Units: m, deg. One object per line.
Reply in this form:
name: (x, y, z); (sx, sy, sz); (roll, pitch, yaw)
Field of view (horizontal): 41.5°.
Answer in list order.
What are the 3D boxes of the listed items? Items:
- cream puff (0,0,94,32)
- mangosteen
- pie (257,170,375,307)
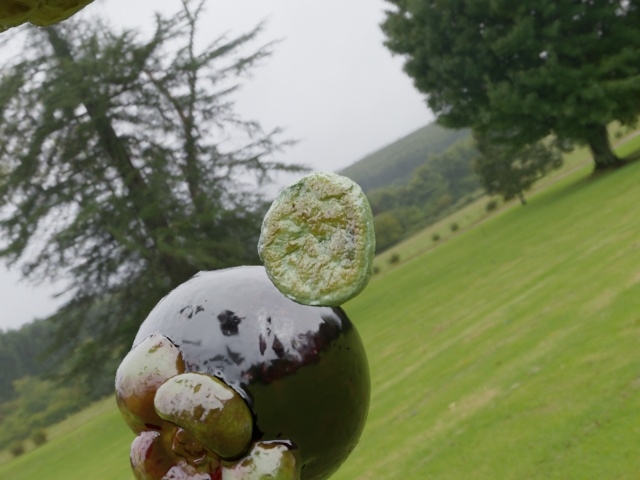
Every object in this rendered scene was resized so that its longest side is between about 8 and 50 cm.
cream puff: (-0.191, -0.184, 0.473); (0.115, 0.150, 0.165); (-19, -26, 26)
mangosteen: (-0.062, 0.117, 0.660); (0.210, 0.210, 0.210); (-28, 2, 1)
pie: (-0.001, -0.001, 0.506); (0.084, 0.084, 0.021); (-27, -13, 28)
